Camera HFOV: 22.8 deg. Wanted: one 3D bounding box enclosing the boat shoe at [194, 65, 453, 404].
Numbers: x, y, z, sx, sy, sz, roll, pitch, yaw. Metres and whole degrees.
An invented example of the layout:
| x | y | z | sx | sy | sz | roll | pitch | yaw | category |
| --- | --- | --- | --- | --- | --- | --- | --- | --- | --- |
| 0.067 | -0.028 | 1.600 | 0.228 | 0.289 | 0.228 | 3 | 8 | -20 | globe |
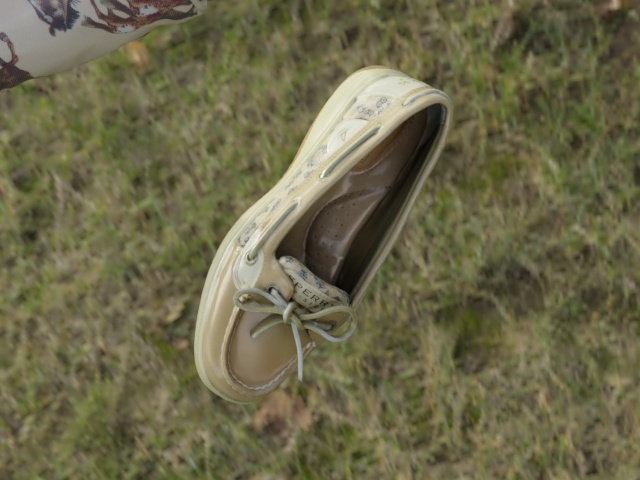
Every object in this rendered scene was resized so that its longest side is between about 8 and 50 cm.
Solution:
| x | y | z | sx | sy | sz | roll | pitch | yaw | category |
| --- | --- | --- | --- | --- | --- | --- | --- | --- | --- |
| 0.000 | 0.000 | 1.190 | 0.285 | 0.104 | 0.089 | -62 | 28 | 2 | boat shoe |

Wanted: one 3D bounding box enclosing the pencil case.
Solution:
| x | y | z | sx | sy | sz | roll | pitch | yaw | category |
| --- | --- | --- | --- | --- | --- | --- | --- | --- | --- |
| -0.292 | -0.200 | 1.393 | 0.410 | 0.160 | 0.183 | -23 | 11 | 12 | pencil case |
